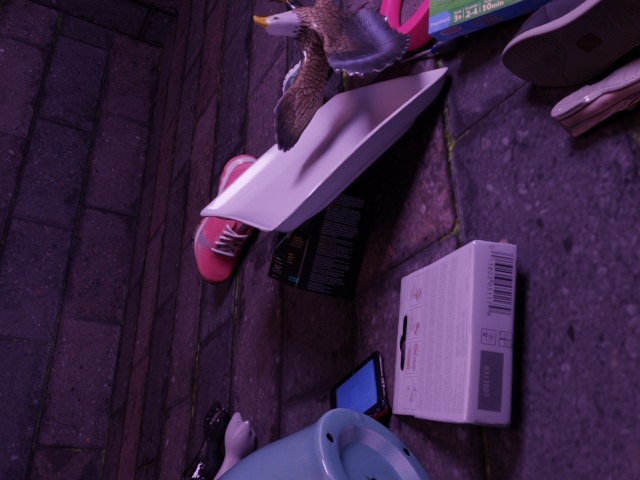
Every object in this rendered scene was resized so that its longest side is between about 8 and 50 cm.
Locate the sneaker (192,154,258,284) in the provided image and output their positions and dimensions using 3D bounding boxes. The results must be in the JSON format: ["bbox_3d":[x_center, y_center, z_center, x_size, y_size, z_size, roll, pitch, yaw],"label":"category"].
[{"bbox_3d":[-0.204,-0.036,1.417,0.136,0.115,0.314,40,113,60],"label":"sneaker"}]

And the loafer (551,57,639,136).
[{"bbox_3d":[0.282,-0.137,0.596,0.045,0.039,0.125,-52,16,-32],"label":"loafer"}]

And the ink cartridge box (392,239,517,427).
[{"bbox_3d":[0.150,0.115,0.735,0.232,0.066,0.189,119,158,-74],"label":"ink cartridge box"}]

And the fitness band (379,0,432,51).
[{"bbox_3d":[0.173,-0.422,0.936,0.291,0.054,0.209,-52,37,42],"label":"fitness band"}]

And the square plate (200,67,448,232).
[{"bbox_3d":[-0.005,-0.130,0.974,0.347,0.049,0.344,-44,22,-15],"label":"square plate"}]

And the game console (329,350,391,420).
[{"bbox_3d":[0.025,0.234,0.868,0.085,0.124,0.144,58,135,21],"label":"game console"}]

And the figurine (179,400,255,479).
[{"bbox_3d":[-0.195,0.429,1.210,0.214,0.092,0.210,-8,66,61],"label":"figurine"}]

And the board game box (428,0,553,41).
[{"bbox_3d":[0.209,-0.374,0.777,0.160,0.039,0.212,-4,81,48],"label":"board game box"}]

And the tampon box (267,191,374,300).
[{"bbox_3d":[0.000,0.000,1.006,0.120,0.101,0.161,15,90,64],"label":"tampon box"}]

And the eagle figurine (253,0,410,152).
[{"bbox_3d":[0.001,-0.301,0.964,0.226,0.225,0.299,87,166,-69],"label":"eagle figurine"}]

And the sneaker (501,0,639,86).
[{"bbox_3d":[0.278,-0.237,0.622,0.118,0.083,0.222,-62,16,-14],"label":"sneaker"}]

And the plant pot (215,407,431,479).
[{"bbox_3d":[-0.010,0.338,0.702,0.255,0.271,0.272,-50,34,19],"label":"plant pot"}]

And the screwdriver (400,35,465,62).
[{"bbox_3d":[0.160,-0.276,0.925,0.170,0.024,0.025,180,74,-70],"label":"screwdriver"}]

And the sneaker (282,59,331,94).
[{"bbox_3d":[-0.025,-0.327,1.267,0.166,0.064,0.076,-56,36,38],"label":"sneaker"}]

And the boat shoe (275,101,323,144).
[{"bbox_3d":[-0.047,-0.215,1.190,0.073,0.073,0.207,-22,53,60],"label":"boat shoe"}]
